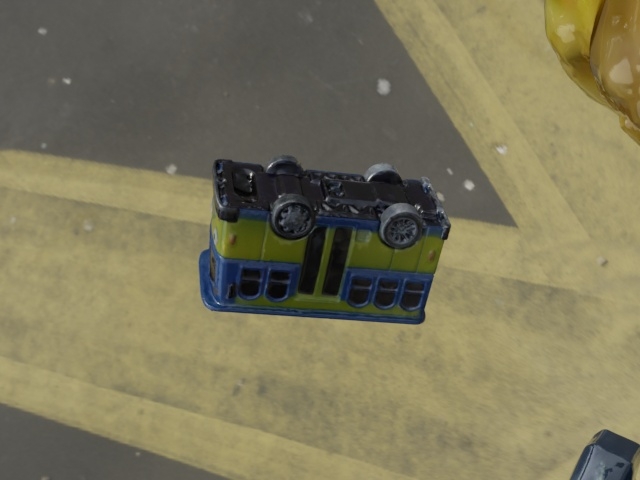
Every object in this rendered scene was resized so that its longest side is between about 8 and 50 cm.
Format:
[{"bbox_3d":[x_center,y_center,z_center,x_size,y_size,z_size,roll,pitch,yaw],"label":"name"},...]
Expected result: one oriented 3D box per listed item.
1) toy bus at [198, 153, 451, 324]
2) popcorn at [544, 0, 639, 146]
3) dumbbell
[{"bbox_3d":[0.000,0.000,1.214,0.138,0.287,0.175,-104,22,-57],"label":"toy bus"},{"bbox_3d":[0.246,-0.161,0.487,0.316,0.281,0.297,-78,11,-50],"label":"popcorn"},{"bbox_3d":[0.493,0.383,1.320,0.316,0.143,0.156,21,77,23],"label":"dumbbell"}]
